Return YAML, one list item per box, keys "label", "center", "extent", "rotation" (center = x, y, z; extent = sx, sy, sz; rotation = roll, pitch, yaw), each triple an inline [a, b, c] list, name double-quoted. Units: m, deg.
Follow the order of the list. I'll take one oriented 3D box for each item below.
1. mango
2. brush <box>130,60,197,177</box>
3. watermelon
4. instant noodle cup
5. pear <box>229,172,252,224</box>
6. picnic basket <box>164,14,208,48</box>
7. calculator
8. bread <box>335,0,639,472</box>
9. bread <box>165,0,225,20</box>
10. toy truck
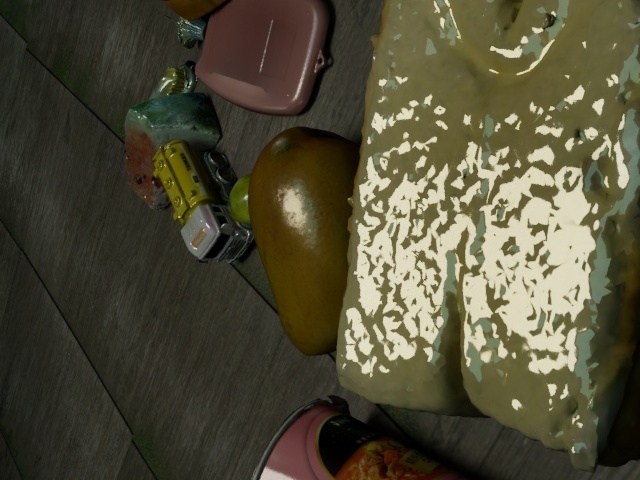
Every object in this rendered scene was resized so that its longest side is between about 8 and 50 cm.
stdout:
- label: "mango"
  center: [0.000, 0.000, 1.000]
  extent: [0.211, 0.173, 0.317]
  rotation: [-6, 91, 47]
- label: "brush"
  center: [-0.327, -0.225, 1.426]
  extent: [0.068, 0.060, 0.297]
  rotation: [52, 124, 31]
- label: "watermelon"
  center: [-0.294, -0.155, 1.354]
  extent: [0.094, 0.154, 0.241]
  rotation: [61, 142, 28]
- label: "instant noodle cup"
  center: [0.073, 0.343, 0.894]
  extent: [0.255, 0.244, 0.244]
  rotation: [9, 96, 38]
- label: "pear"
  center: [-0.105, -0.063, 1.167]
  extent: [0.097, 0.092, 0.092]
  rotation: [-38, 61, 18]
- label: "picnic basket"
  center: [-0.238, -0.395, 1.340]
  extent: [0.083, 0.065, 0.083]
  rotation: [24, 112, 22]
- label: "calculator"
  center: [-0.103, -0.325, 1.203]
  extent: [0.329, 0.048, 0.220]
  rotation: [26, 106, 42]
- label: "bread"
  center: [0.236, -0.034, 0.607]
  extent: [0.279, 0.371, 0.390]
  rotation: [16, 97, 50]
- label: "bread"
  center: [-0.195, -0.497, 1.245]
  extent: [0.236, 0.070, 0.236]
  rotation: [-18, 62, 36]
- label: "toy truck"
  center: [-0.206, -0.068, 1.254]
  extent: [0.098, 0.114, 0.227]
  rotation: [-50, 56, 33]
